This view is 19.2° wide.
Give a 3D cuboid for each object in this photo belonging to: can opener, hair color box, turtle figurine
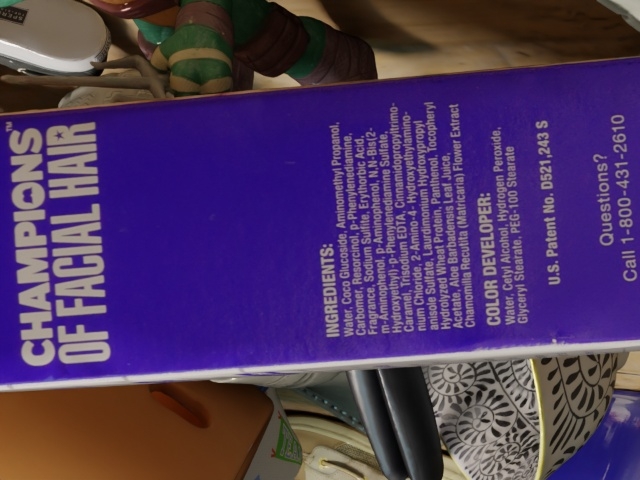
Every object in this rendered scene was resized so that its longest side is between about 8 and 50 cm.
[{"bbox_3d":[0.025,0.050,0.984,0.059,0.073,0.186,32,145,55],"label":"can opener"},{"bbox_3d":[0.000,0.000,0.740,0.338,0.110,0.185,-6,176,8],"label":"hair color box"},{"bbox_3d":[-0.084,-0.106,0.816,0.175,0.118,0.234,24,178,42],"label":"turtle figurine"}]

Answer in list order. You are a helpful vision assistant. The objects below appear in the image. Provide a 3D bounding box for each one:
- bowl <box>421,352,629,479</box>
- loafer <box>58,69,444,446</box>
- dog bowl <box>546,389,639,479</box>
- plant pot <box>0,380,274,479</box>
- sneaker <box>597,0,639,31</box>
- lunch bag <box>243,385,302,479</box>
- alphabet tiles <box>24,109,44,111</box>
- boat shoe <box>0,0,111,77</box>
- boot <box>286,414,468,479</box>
[{"bbox_3d":[0.105,0.042,0.957,0.080,0.170,0.170,-16,166,-16],"label":"bowl"},{"bbox_3d":[-0.033,0.037,1.040,0.112,0.111,0.319,-22,132,39],"label":"loafer"},{"bbox_3d":[0.235,0.201,1.186,0.265,0.104,0.265,21,158,9],"label":"dog bowl"},{"bbox_3d":[-0.160,0.139,1.090,0.203,0.291,0.291,27,159,2],"label":"plant pot"},{"bbox_3d":[0.171,-0.124,0.534,0.182,0.158,0.410,-32,124,28],"label":"sneaker"},{"bbox_3d":[-0.177,0.162,1.370,0.303,0.243,0.115,1,123,37],"label":"lunch bag"},{"bbox_3d":[-0.266,-0.047,1.128,0.284,0.021,0.278,3,161,0],"label":"alphabet tiles"},{"bbox_3d":[-0.177,-0.115,0.988,0.142,0.049,0.040,21,159,5],"label":"boat shoe"},{"bbox_3d":[0.010,0.224,1.403,0.213,0.165,0.077,11,154,33],"label":"boot"}]
